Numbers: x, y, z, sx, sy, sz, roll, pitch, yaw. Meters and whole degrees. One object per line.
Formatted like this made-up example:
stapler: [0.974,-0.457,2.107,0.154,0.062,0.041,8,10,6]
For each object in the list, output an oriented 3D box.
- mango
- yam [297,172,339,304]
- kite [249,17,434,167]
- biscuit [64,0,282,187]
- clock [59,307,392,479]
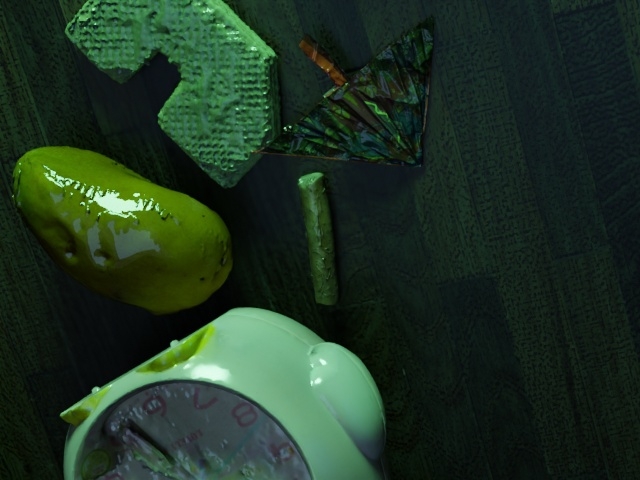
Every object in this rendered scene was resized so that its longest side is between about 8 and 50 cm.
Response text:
mango: [-0.211,-0.016,1.476,0.248,0.151,0.156,33,144,-5]
yam: [0.000,0.000,1.508,0.032,0.032,0.145,-4,108,11]
kite: [0.039,-0.137,1.445,0.232,0.009,0.189,-40,109,8]
biscuit: [-0.139,-0.184,1.464,0.250,0.046,0.147,45,109,-6]
clock: [-0.074,0.270,1.494,0.368,0.250,0.377,-31,94,17]
